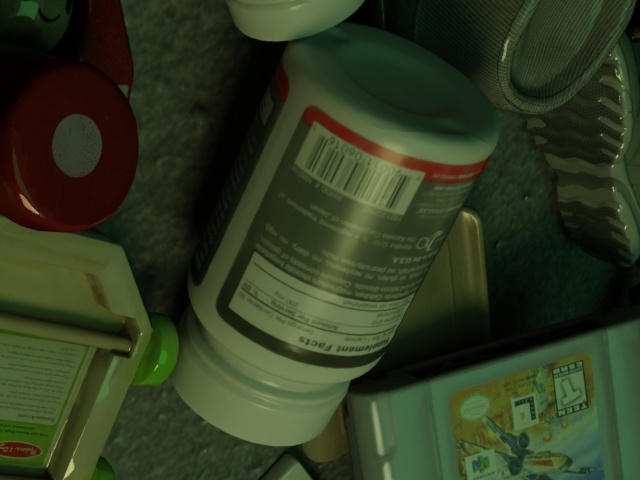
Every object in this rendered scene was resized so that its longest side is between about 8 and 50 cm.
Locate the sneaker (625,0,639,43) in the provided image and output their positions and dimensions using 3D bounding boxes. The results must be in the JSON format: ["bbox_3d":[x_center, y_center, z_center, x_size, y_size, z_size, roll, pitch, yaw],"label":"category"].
[{"bbox_3d":[0.324,-0.187,1.420,0.163,0.086,0.226,-42,125,-33],"label":"sneaker"}]

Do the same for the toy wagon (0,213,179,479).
[{"bbox_3d":[-0.254,0.143,1.094,0.267,0.068,0.344,16,101,-45],"label":"toy wagon"}]

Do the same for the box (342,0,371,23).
[{"bbox_3d":[0.055,-0.252,1.193,0.162,0.029,0.116,-41,134,-22],"label":"box"}]

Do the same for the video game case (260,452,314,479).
[{"bbox_3d":[-0.044,0.303,1.399,0.173,0.022,0.190,-46,135,-14],"label":"video game case"}]

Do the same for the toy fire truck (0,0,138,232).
[{"bbox_3d":[-0.226,-0.143,0.918,0.302,0.169,0.253,14,83,-46],"label":"toy fire truck"}]

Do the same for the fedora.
[{"bbox_3d":[0.160,-0.205,1.203,0.275,0.124,0.244,-60,141,-8],"label":"fedora"}]

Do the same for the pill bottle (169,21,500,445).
[{"bbox_3d":[0.000,0.000,1.147,0.161,0.161,0.283,-3,130,-41],"label":"pill bottle"}]

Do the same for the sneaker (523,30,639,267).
[{"bbox_3d":[0.257,-0.106,1.421,0.115,0.105,0.281,-51,146,-26],"label":"sneaker"}]

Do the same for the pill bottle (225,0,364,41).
[{"bbox_3d":[-0.044,-0.257,1.023,0.136,0.136,0.245,-38,132,-22],"label":"pill bottle"}]

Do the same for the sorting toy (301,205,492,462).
[{"bbox_3d":[0.054,0.077,1.354,0.196,0.047,0.347,-24,124,-25],"label":"sorting toy"}]

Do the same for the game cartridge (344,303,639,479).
[{"bbox_3d":[0.171,0.183,1.374,0.297,0.062,0.198,-15,101,-21],"label":"game cartridge"}]

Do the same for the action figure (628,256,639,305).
[{"bbox_3d":[0.282,0.151,1.564,0.330,0.178,0.341,-13,92,-45],"label":"action figure"}]
